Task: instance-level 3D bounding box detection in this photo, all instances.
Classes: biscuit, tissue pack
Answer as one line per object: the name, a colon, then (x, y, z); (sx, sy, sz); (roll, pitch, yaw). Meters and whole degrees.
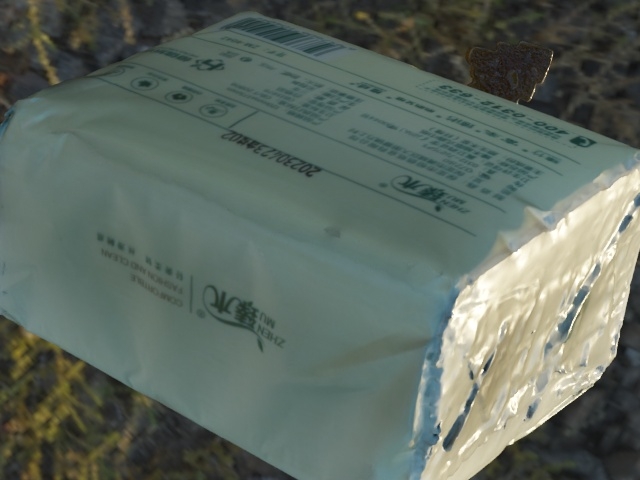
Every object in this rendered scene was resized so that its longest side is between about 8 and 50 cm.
biscuit: (0.188, -0.168, 1.613); (0.092, 0.016, 0.082); (-30, 96, 6)
tissue pack: (0.000, 0.000, 1.145); (0.297, 0.380, 0.207); (-28, 134, -45)
